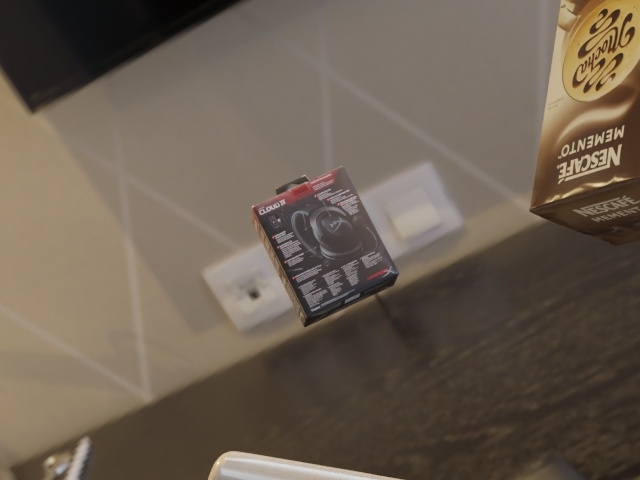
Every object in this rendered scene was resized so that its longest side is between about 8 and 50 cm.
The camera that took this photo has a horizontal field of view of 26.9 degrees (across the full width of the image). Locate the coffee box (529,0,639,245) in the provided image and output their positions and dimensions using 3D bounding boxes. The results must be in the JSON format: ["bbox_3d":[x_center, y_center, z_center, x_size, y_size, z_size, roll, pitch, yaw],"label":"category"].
[{"bbox_3d":[0.313,-0.160,1.274,0.168,0.118,0.297,-18,56,57],"label":"coffee box"}]

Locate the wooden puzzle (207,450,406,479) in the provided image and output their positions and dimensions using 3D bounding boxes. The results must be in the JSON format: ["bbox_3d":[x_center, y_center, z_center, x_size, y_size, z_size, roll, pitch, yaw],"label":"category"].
[{"bbox_3d":[-0.032,0.283,1.110,0.239,0.221,0.044,-65,28,21],"label":"wooden puzzle"}]

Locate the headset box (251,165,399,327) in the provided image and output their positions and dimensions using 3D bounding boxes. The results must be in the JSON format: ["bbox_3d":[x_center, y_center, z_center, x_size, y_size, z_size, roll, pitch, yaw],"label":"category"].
[{"bbox_3d":[0.000,0.000,0.800,0.062,0.083,0.032,-26,-14,-10],"label":"headset box"}]
